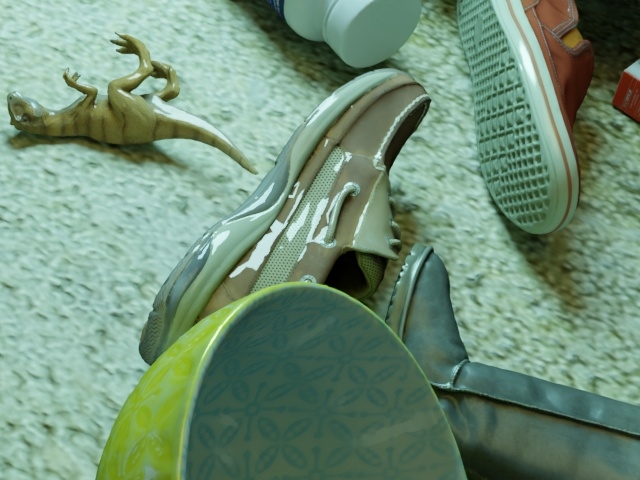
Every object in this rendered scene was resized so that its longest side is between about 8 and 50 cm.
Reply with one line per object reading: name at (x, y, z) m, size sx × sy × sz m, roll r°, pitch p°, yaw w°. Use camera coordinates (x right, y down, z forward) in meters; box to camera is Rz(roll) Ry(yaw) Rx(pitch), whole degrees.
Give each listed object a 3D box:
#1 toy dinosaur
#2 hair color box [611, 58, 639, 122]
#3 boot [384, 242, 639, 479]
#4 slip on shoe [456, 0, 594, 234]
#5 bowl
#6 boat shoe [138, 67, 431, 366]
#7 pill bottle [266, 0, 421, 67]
toy dinosaur at (-0.140, -0.101, 1.226) m, size 0.211 × 0.064 × 0.112 m, roll 6°, pitch 66°, yaw 7°
hair color box at (0.331, -0.110, 1.321) m, size 0.141 × 0.043 × 0.072 m, roll 38°, pitch 52°, yaw 22°
boot at (0.142, 0.104, 1.077) m, size 0.208 × 0.076 × 0.190 m, roll 10°, pitch 62°, yaw 7°
slip on shoe at (0.183, -0.137, 1.274) m, size 0.101 × 0.123 × 0.331 m, roll 7°, pitch 43°, yaw -10°
bowl at (-0.044, 0.181, 0.900) m, size 0.156 × 0.289 × 0.289 m, roll -18°, pitch 37°, yaw 33°
boat shoe at (0.000, 0.000, 1.124) m, size 0.116 × 0.123 × 0.324 m, roll 33°, pitch 58°, yaw 9°
pill bottle at (0.000, -0.239, 1.327) m, size 0.112 × 0.112 × 0.187 m, roll -23°, pitch 57°, yaw -27°
